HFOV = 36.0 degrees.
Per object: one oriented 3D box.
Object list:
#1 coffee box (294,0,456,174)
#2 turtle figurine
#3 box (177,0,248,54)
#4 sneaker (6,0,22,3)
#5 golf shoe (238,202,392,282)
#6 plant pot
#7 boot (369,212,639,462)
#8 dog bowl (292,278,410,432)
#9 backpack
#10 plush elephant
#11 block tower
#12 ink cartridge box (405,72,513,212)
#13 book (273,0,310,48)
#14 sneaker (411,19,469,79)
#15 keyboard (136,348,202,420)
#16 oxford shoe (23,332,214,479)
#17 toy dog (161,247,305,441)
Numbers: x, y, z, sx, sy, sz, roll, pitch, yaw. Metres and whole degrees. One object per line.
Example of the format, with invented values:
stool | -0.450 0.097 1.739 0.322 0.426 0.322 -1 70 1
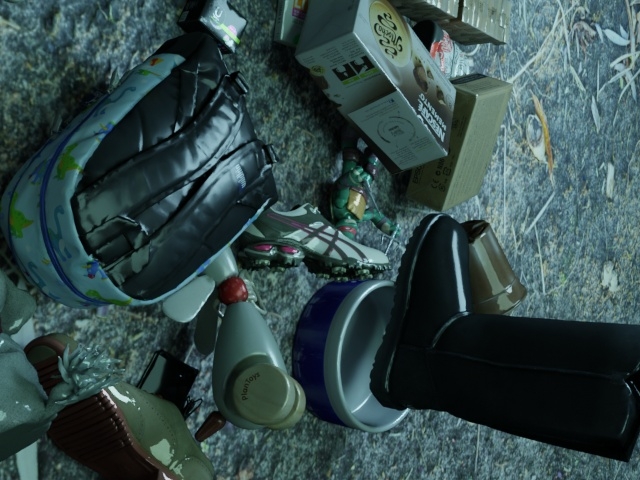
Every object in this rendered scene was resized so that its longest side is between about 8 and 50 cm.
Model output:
coffee box | 0.099 -0.274 1.636 0.297 0.118 0.168 47 41 -35
turtle figurine | 0.067 -0.080 1.704 0.175 0.118 0.234 52 38 -55
box | -0.161 -0.325 1.473 0.083 0.052 0.062 38 65 -42
sneaker | -0.310 -0.406 1.266 0.330 0.122 0.146 -42 140 -40
golf shoe | 0.000 0.000 1.597 0.272 0.105 0.120 11 73 -28
plant pot | 0.306 0.058 1.962 0.167 0.167 0.165 -39 114 -40
boot | 0.329 0.136 1.606 0.146 0.445 0.367 32 69 -46
dog bowl | 0.074 0.199 1.736 0.264 0.104 0.265 -4 95 -49
backpack | -0.238 -0.061 1.278 0.356 0.273 0.290 -69 143 -51
plush elephant | -0.418 0.120 1.079 0.330 0.255 0.272 -30 163 -10
block tower | 0.241 -0.460 1.899 0.335 0.097 0.091 11 84 -47
ink cartridge box | 0.262 -0.189 1.862 0.193 0.088 0.235 -24 133 -58
book | -0.031 -0.392 1.639 0.096 0.035 0.144 8 88 -45
sneaker | 0.210 -0.270 1.875 0.145 0.090 0.270 32 66 -43
keyboard | -0.244 0.263 1.439 0.100 0.038 0.192 34 66 -19
oxford shoe | -0.270 0.246 1.343 0.348 0.123 0.130 58 31 -22
toy dog | -0.149 0.153 1.414 0.161 0.334 0.220 -27 139 -1
